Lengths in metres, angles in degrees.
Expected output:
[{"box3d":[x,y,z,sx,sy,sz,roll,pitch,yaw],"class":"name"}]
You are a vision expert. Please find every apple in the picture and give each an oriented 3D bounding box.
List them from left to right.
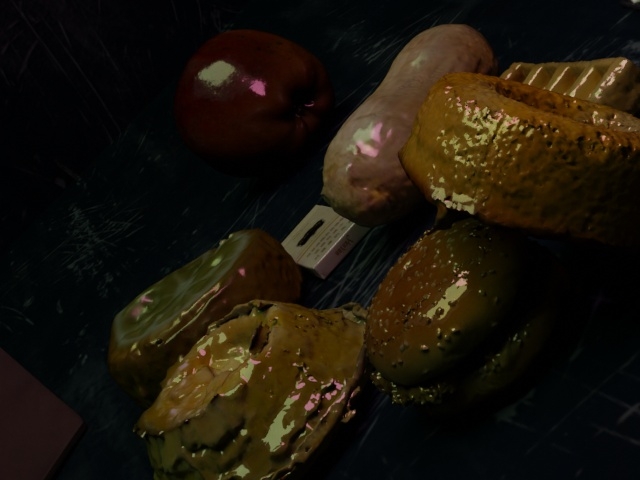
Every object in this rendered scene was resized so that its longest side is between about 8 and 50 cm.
[{"box3d":[-0.100,-0.200,2.254,0.234,0.234,0.234,-40,18,16],"class":"apple"}]

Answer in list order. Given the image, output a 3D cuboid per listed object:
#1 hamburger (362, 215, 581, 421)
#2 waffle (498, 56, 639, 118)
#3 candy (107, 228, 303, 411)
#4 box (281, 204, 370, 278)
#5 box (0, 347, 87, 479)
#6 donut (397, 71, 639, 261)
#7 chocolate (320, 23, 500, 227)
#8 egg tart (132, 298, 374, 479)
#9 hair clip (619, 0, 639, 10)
[{"box3d":[0.114,0.064,1.313,0.191,0.118,0.182,-42,14,23],"class":"hamburger"},{"box3d":[0.215,-0.108,1.565,0.168,0.057,0.274,-48,18,-8],"class":"waffle"},{"box3d":[-0.136,0.092,1.816,0.260,0.118,0.260,-38,18,14],"class":"candy"},{"box3d":[0.000,0.000,1.867,0.090,0.024,0.167,-48,17,-9],"class":"box"},{"box3d":[-0.471,0.244,2.017,0.153,0.252,0.188,-35,18,46],"class":"box"},{"box3d":[0.182,-0.059,1.262,0.253,0.253,0.118,-125,47,-73],"class":"donut"},{"box3d":[0.103,-0.129,1.761,0.134,0.134,0.309,-22,26,52],"class":"chocolate"},{"box3d":[-0.078,0.156,1.532,0.315,0.120,0.315,-39,18,15],"class":"egg tart"},{"box3d":[0.352,-0.290,1.646,0.106,0.084,0.292,2,30,3],"class":"hair clip"}]
